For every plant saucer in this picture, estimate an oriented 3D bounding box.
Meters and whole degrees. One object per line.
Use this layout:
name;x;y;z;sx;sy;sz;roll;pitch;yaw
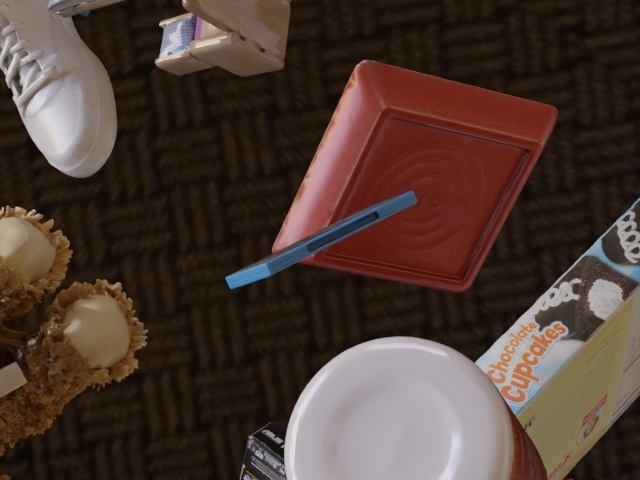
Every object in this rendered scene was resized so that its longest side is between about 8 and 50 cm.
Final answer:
plant saucer;0.111;-0.053;1.912;0.258;0.047;0.259;11;119;-26

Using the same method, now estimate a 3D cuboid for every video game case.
video game case;0.000;0.000;1.650;0.166;0.119;0.015;-26;93;-22

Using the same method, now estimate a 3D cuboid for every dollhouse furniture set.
dollhouse furniture set;-0.193;-0.287;1.507;0.198;0.303;0.286;26;64;-47

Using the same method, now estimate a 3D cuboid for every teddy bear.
teddy bear;-0.297;0.128;1.372;0.245;0.113;0.338;28;92;-13

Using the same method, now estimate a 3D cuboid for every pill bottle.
pill bottle;0.064;0.138;0.978;0.121;0.216;0.121;-5;70;14

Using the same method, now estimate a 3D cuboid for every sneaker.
sneaker;-0.310;-0.191;1.682;0.108;0.169;0.292;-42;55;22

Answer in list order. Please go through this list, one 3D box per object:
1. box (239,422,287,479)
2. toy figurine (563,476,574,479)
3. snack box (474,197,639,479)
box;-0.011;0.320;1.891;0.191;0.045;0.184;32;132;27
toy figurine;0.153;0.298;1.875;0.148;0.209;0.213;-10;120;-32
snack box;0.190;0.119;1.403;0.060;0.187;0.322;31;53;26
